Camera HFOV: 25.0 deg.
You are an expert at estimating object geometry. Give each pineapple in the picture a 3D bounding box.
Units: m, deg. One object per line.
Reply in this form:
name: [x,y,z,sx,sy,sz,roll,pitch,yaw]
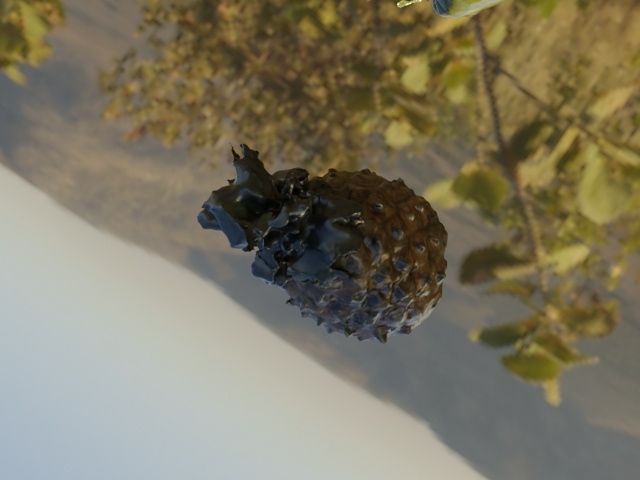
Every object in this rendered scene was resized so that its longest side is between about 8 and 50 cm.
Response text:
pineapple: [0.000,0.000,0.838,0.108,0.108,0.198,32,-175,31]

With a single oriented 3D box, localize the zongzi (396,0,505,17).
zongzi: [0.079,-0.190,0.790,0.062,0.154,0.130,108,141,-82]
